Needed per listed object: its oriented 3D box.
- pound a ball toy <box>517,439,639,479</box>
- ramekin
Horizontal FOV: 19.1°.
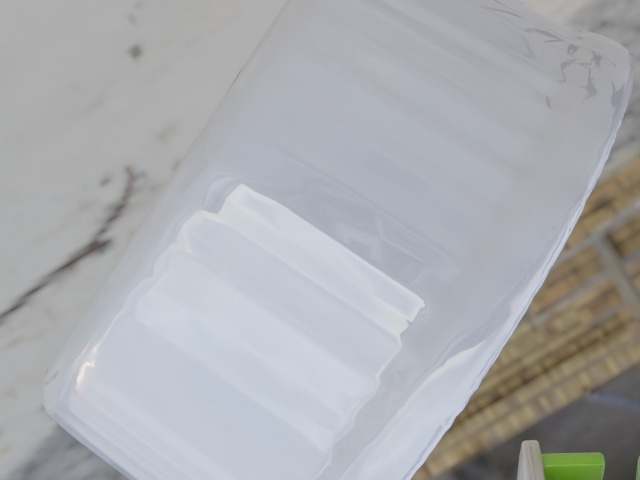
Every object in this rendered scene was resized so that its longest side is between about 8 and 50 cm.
[{"bbox_3d":[0.151,0.280,1.259,0.208,0.136,0.319,-2,132,-3],"label":"pound a ball toy"},{"bbox_3d":[0.000,0.000,0.807,0.277,0.135,0.277,-56,-175,7],"label":"ramekin"}]
